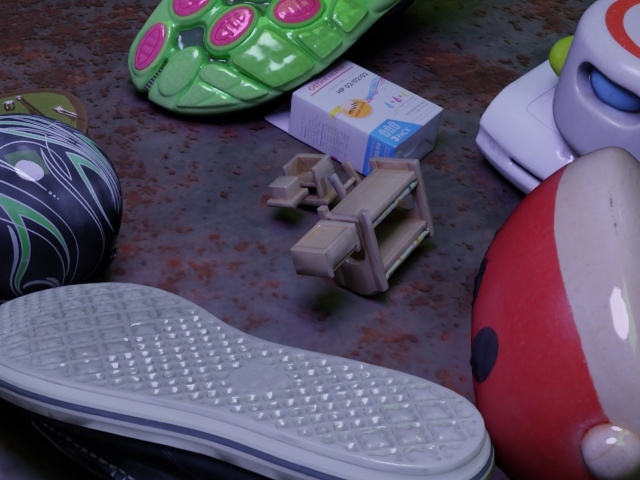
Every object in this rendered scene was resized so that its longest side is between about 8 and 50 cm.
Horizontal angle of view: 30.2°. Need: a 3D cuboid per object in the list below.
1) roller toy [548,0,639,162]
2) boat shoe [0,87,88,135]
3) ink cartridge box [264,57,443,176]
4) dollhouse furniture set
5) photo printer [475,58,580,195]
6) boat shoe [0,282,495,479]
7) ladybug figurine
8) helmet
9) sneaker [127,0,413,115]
[{"bbox_3d":[0.350,-0.165,1.227,0.209,0.146,0.191,9,43,-2],"label":"roller toy"},{"bbox_3d":[-0.385,-0.093,1.238,0.285,0.089,0.105,-4,69,-11],"label":"boat shoe"},{"bbox_3d":[0.036,-0.147,1.376,0.181,0.062,0.104,30,45,22],"label":"ink cartridge box"},{"bbox_3d":[0.000,0.000,1.213,0.161,0.101,0.182,6,35,36],"label":"dollhouse furniture set"},{"bbox_3d":[0.348,-0.122,1.370,0.256,0.107,0.307,35,48,25],"label":"photo printer"},{"bbox_3d":[-0.100,0.154,0.953,0.500,0.156,0.187,14,28,29],"label":"boat shoe"},{"bbox_3d":[0.222,0.085,0.981,0.161,0.305,0.449,-11,10,17],"label":"ladybug figurine"},{"bbox_3d":[-0.271,-0.038,1.113,0.169,0.162,0.169,4,33,-2],"label":"helmet"},{"bbox_3d":[-0.011,-0.280,1.452,0.482,0.202,0.185,-32,81,-18],"label":"sneaker"}]
